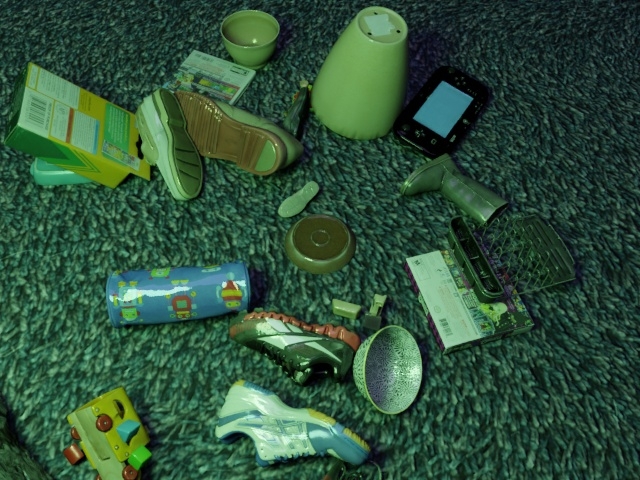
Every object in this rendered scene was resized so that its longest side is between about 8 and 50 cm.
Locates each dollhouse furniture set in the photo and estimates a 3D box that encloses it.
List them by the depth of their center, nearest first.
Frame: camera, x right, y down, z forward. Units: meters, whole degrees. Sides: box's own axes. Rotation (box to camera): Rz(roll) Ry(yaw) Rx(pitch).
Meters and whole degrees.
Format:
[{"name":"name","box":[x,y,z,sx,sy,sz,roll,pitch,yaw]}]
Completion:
[{"name":"dollhouse furniture set","box":[0.088,0.123,1.377,0.114,0.091,0.081,14,41,11]}]

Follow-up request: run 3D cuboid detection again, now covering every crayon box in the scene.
[{"name":"crayon box","box":[-0.568,-0.259,1.525,0.323,0.083,0.203,24,44,-39]}]

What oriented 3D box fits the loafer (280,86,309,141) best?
[{"name":"loafer","box":[-0.069,-0.336,1.677,0.061,0.062,0.170,8,62,15]}]

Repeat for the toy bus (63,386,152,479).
[{"name":"toy bus","box":[-0.366,0.370,1.166,0.191,0.202,0.104,25,28,22]}]

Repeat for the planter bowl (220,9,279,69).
[{"name":"planter bowl","box":[-0.195,-0.554,1.795,0.162,0.109,0.162,1,56,-1]}]

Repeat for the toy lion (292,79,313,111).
[{"name":"toy lion","box":[-0.025,-0.389,1.741,0.100,0.034,0.096,6,63,1]}]

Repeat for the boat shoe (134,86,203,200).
[{"name":"boat shoe","box":[-0.377,-0.223,1.572,0.103,0.113,0.302,-26,69,23]}]

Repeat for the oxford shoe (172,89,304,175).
[{"name":"oxford shoe","box":[-0.222,-0.274,1.620,0.397,0.141,0.146,32,29,24]}]

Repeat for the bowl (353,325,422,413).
[{"name":"bowl","box":[0.118,0.254,1.265,0.080,0.170,0.170,-8,41,48]}]

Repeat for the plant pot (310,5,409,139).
[{"name":"plant pot","box":[0.120,-0.440,1.611,0.256,0.274,0.257,4,61,-8]}]

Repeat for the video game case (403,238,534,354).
[{"name":"video game case","box":[0.322,0.118,1.403,0.210,0.042,0.232,-13,58,-12]}]

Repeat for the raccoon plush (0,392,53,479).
[{"name":"raccoon plush","box":[-0.623,0.481,1.087,0.299,0.216,0.446,-41,36,-11]}]

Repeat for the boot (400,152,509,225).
[{"name":"boot","box":[0.324,-0.106,1.547,0.189,0.076,0.208,-33,70,-19]}]

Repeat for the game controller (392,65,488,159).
[{"name":"game controller","box":[0.325,-0.344,1.702,0.166,0.067,0.319,29,60,16]}]

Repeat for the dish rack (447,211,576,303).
[{"name":"dish rack","box":[0.429,0.026,1.408,0.271,0.074,0.208,-11,58,-16]}]

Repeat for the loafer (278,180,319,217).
[{"name":"loafer","box":[-0.055,-0.095,1.541,0.125,0.039,0.045,-42,100,-22]}]

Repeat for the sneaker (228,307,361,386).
[{"name":"sneaker","box":[-0.060,0.220,1.286,0.276,0.098,0.135,11,54,4]}]

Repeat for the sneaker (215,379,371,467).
[{"name":"sneaker","box":[-0.055,0.374,1.191,0.296,0.112,0.131,17,65,19]}]

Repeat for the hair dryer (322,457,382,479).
[{"name":"hair dryer","box":[-0.021,0.506,1.128,0.293,0.080,0.224,-2,40,-10]}]

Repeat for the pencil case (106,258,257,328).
[{"name":"pencil case","box":[-0.289,0.107,1.340,0.306,0.119,0.133,-6,26,-6]}]

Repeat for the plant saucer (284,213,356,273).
[{"name":"plant saucer","box":[0.000,0.000,1.480,0.168,0.029,0.169,1,57,-2]}]

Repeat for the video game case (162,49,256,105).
[{"name":"video game case","box":[-0.308,-0.438,1.765,0.201,0.023,0.183,22,58,11]}]

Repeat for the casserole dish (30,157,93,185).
[{"name":"casserole dish","box":[-0.628,-0.193,1.579,0.188,0.037,0.114,-4,56,-4]}]
